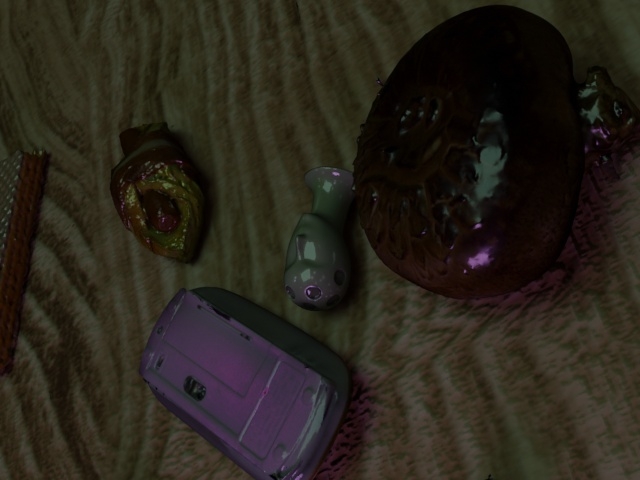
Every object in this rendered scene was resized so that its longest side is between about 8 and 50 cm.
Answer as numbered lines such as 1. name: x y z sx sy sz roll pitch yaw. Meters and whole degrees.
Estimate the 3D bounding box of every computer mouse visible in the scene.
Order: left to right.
1. computer mouse: -0.081 0.154 1.050 0.310 0.072 0.158 25 87 45

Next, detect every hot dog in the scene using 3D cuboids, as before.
1. hot dog: -0.225 -0.077 1.279 0.123 0.093 0.261 -47 46 12

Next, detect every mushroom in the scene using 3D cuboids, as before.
1. mushroom: 0.147 -0.087 0.914 0.278 0.163 0.297 -25 53 30

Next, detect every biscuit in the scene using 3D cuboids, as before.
1. biscuit: -0.487 0.026 1.479 0.094 0.054 0.378 -16 59 34

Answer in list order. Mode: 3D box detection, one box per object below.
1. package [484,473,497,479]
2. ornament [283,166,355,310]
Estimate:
1. package: 0.144 0.259 0.831 0.077 0.033 0.110 25 100 22
2. ornament: 0.000 0.000 1.057 0.075 0.081 0.156 -6 60 34
